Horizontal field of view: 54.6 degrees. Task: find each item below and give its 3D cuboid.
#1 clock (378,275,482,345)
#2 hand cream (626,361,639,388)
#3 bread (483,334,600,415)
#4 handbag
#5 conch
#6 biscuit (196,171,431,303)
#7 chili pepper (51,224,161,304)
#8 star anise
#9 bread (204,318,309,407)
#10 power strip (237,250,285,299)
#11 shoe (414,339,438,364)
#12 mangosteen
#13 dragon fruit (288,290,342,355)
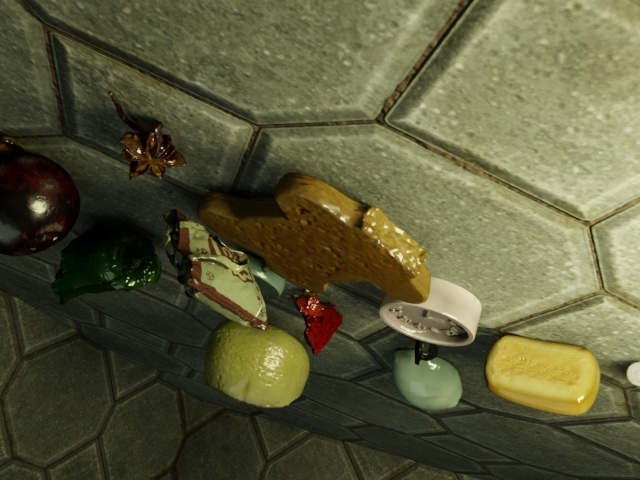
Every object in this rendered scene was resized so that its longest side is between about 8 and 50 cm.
[{"bbox_3d":[0.219,0.142,1.246,0.196,0.068,0.197,17,156,8],"label":"clock"},{"bbox_3d":[0.662,0.284,1.227,0.174,0.047,0.076,28,156,-37],"label":"hand cream"},{"bbox_3d":[0.441,0.273,1.242,0.217,0.147,0.098,10,140,34],"label":"bread"},{"bbox_3d":[-0.204,0.063,1.224,0.235,0.127,0.213,49,-173,-47],"label":"handbag"},{"bbox_3d":[0.283,0.371,1.650,0.221,0.121,0.185,36,123,-21],"label":"conch"},{"bbox_3d":[0.000,0.000,1.127,0.368,0.076,0.394,36,155,-31],"label":"biscuit"},{"bbox_3d":[-0.565,0.050,1.564,0.384,0.213,0.168,-8,101,42],"label":"chili pepper"},{"bbox_3d":[-0.293,-0.168,1.016,0.097,0.070,0.191,-11,149,5],"label":"star anise"},{"bbox_3d":[-0.191,0.364,1.865,0.320,0.237,0.320,20,171,3],"label":"bread"},{"bbox_3d":[-0.148,0.085,1.453,0.137,0.044,0.216,21,157,0],"label":"power strip"},{"bbox_3d":[0.253,0.260,1.485,0.053,0.062,0.159,5,154,4],"label":"shoe"},{"bbox_3d":[-0.629,-0.097,1.284,0.265,0.228,0.228,57,160,13],"label":"mangosteen"},{"bbox_3d":[-0.033,0.186,1.493,0.092,0.122,0.192,25,163,29],"label":"dragon fruit"}]
